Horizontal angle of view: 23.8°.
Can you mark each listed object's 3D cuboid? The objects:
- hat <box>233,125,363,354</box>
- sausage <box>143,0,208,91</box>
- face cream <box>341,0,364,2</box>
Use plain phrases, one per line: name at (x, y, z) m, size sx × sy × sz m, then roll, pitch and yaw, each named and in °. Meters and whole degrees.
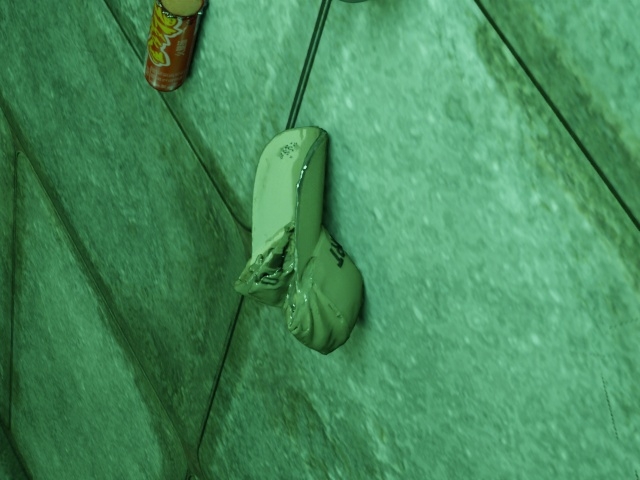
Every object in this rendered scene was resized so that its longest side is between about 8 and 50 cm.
hat at (0.000, 0.000, 1.165) m, size 0.147 × 0.085 × 0.175 m, roll -138°, pitch 56°, yaw -66°
sausage at (-0.131, -0.171, 1.308) m, size 0.050 × 0.048 × 0.145 m, roll 25°, pitch 152°, yaw 0°
face cream at (-0.026, -0.290, 0.937) m, size 0.291 × 0.071 × 0.144 m, roll 59°, pitch 149°, yaw 21°
